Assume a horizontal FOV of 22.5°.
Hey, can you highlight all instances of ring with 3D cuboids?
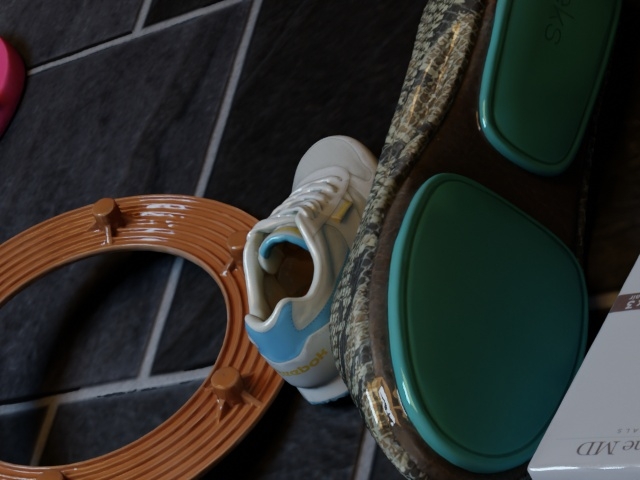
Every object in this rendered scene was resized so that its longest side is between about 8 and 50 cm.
[{"bbox_3d":[-0.176,0.076,1.194,0.336,0.032,0.336,-11,42,10],"label":"ring"}]

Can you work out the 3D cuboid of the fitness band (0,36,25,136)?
[{"bbox_3d":[-0.417,-0.097,1.650,0.209,0.054,0.291,20,71,53],"label":"fitness band"}]

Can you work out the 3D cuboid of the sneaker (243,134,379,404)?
[{"bbox_3d":[0.000,0.000,1.134,0.087,0.092,0.229,-24,39,27],"label":"sneaker"}]

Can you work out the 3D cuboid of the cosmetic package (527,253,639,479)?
[{"bbox_3d":[0.211,0.066,0.836,0.117,0.085,0.231,-8,32,39],"label":"cosmetic package"}]

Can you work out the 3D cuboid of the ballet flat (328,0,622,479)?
[{"bbox_3d":[0.091,-0.014,1.041,0.182,0.164,0.483,-39,27,47],"label":"ballet flat"}]
